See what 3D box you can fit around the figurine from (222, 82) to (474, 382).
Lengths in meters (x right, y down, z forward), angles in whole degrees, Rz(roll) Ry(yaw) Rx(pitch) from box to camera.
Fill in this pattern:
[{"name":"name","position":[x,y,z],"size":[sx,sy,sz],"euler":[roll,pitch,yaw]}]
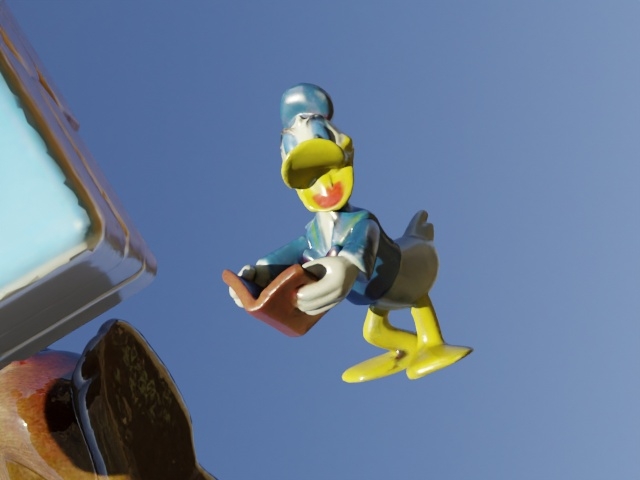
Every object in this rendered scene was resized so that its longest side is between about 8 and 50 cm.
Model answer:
[{"name":"figurine","position":[0.000,0.000,1.339],"size":[0.283,0.204,0.338],"euler":[-16,-90,-41]}]

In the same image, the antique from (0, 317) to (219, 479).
[{"name":"antique","position":[-0.156,0.190,0.905],"size":[0.257,0.143,0.121],"euler":[64,-157,-20]}]

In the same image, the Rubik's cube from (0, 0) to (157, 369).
[{"name":"Rubik's cube","position":[-0.273,-0.040,0.556],"size":[0.290,0.291,0.292],"euler":[-32,-92,-5]}]
